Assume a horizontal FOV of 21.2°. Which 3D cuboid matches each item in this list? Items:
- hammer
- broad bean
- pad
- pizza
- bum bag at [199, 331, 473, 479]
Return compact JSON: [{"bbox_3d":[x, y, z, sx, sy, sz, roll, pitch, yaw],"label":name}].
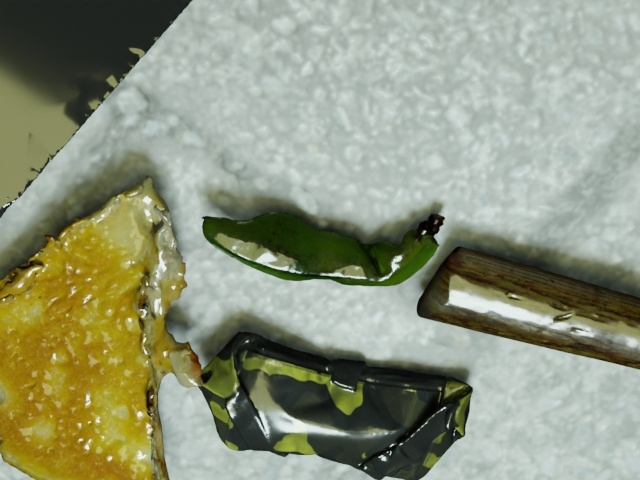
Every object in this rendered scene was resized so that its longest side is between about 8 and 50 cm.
[{"bbox_3d":[0.284,0.077,1.392,0.409,0.095,0.242,16,116,1],"label":"hammer"},{"bbox_3d":[0.003,0.008,1.382,0.195,0.046,0.061,-1,104,-2],"label":"broad bean"},{"bbox_3d":[-0.303,-0.129,1.285,0.248,0.007,0.367,40,92,-16],"label":"pad"},{"bbox_3d":[-0.186,0.082,1.414,0.189,0.071,0.297,10,113,14],"label":"pizza"},{"bbox_3d":[0.008,0.143,1.438,0.233,0.060,0.106,12,107,-5],"label":"bum bag"}]
